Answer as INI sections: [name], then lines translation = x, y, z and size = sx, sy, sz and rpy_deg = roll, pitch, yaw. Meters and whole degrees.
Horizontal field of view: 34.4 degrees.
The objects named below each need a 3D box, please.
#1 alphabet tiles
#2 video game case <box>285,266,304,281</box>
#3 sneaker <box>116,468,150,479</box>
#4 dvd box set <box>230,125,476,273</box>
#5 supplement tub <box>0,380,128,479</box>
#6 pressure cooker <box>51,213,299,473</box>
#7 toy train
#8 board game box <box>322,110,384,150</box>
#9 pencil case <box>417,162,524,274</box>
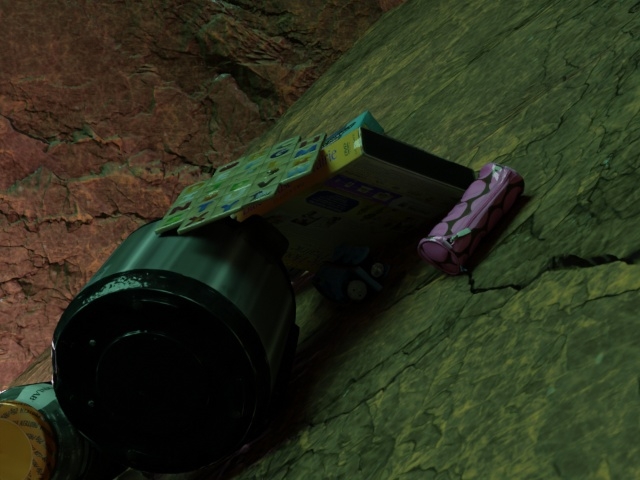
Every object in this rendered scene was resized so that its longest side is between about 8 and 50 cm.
[alphabet tiles]
translation = -0.131, -0.102, 1.763
size = 0.285, 0.011, 0.342
rpy_deg = -21, 17, 14
[video game case]
translation = -0.079, 0.008, 2.137
size = 0.227, 0.206, 0.026
rpy_deg = -43, 49, 40
[sneaker]
translation = -0.368, 0.477, 1.866
size = 0.161, 0.057, 0.075
rpy_deg = -34, 33, 23
[dvd box set]
translation = 0.038, -0.059, 1.923
size = 0.420, 0.308, 0.062
rpy_deg = -29, 57, 41
[supplement tub]
translation = -0.467, 0.349, 1.803
size = 0.207, 0.207, 0.338
rpy_deg = -39, -12, 8
[pressure cooker]
translation = -0.228, 0.144, 1.778
size = 0.370, 0.375, 0.420
rpy_deg = -3, 21, 8
[toy train]
translation = 0.056, 0.066, 1.907
size = 0.105, 0.080, 0.184
rpy_deg = -54, 19, -10
[board game box]
translation = 0.016, -0.175, 2.672
size = 0.254, 0.079, 0.336
rpy_deg = -32, 17, 32
[pencil case]
translation = 0.252, -0.040, 1.687
size = 0.209, 0.095, 0.098
rpy_deg = -51, -18, -24
